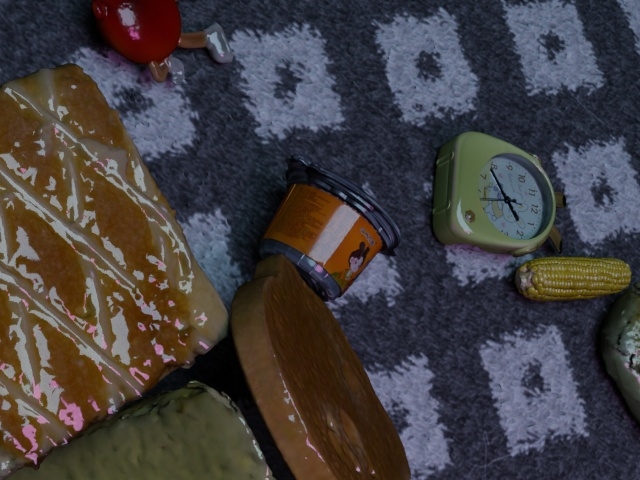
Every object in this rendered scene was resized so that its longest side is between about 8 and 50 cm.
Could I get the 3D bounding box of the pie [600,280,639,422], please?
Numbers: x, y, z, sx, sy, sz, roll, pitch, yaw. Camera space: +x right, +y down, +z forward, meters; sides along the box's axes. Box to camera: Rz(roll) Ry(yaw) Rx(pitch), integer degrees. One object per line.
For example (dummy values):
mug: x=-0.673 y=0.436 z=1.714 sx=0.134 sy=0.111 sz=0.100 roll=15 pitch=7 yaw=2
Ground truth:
pie: x=0.587 y=0.197 z=2.224 sx=0.371 sy=0.078 sz=0.297 roll=4 pitch=74 yaw=-29

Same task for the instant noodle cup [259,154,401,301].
instant noodle cup: x=0.000 y=0.000 z=1.912 sx=0.208 sy=0.177 sz=0.125 roll=39 pitch=71 yaw=-16

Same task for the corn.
corn: x=0.375 y=0.056 z=2.155 sx=0.206 sy=0.067 sz=0.067 roll=-2 pitch=75 yaw=-32

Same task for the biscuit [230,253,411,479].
biscuit: x=0.000 y=0.206 z=1.766 sx=0.385 sy=0.062 sz=0.365 roll=60 pitch=14 yaw=-17

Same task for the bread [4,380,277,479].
bread: x=-0.211 y=0.307 z=1.616 sx=0.279 sy=0.315 sz=0.248 roll=-23 pitch=84 yaw=-23

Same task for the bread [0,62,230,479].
bread: x=-0.363 y=0.047 z=1.621 sx=0.371 sy=0.279 sz=0.390 roll=-33 pitch=92 yaw=-34

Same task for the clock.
clock: x=0.276 y=-0.053 z=2.134 sx=0.232 sy=0.069 sz=0.170 roll=17 pitch=66 yaw=-25

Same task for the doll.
doll: x=-0.224 y=-0.291 z=1.926 sx=0.217 sy=0.085 sz=0.183 roll=-19 pitch=86 yaw=-50
